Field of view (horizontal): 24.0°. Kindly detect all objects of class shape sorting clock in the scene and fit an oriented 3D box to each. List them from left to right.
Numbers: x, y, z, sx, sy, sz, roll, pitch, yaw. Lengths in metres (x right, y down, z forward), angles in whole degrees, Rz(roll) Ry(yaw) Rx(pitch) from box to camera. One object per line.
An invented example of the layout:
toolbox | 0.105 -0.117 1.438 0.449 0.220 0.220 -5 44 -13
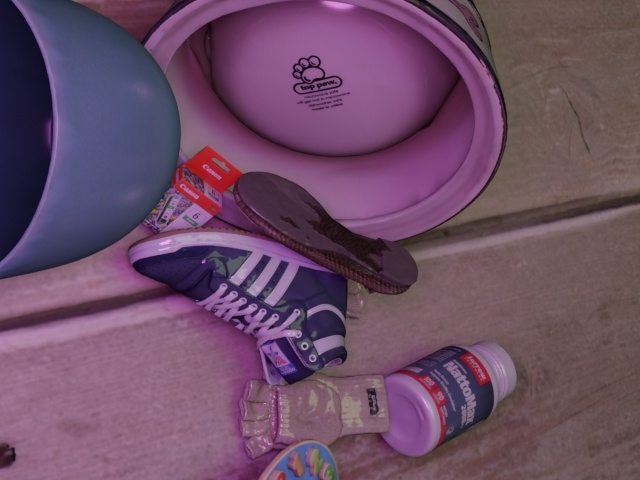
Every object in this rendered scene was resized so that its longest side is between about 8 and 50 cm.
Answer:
shape sorting clock | -0.034 0.326 1.710 0.206 0.040 0.206 -22 117 -51

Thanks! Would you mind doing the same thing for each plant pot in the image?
plant pot | -0.276 -0.106 1.459 0.235 0.293 0.293 -3 85 -55

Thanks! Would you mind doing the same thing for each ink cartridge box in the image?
ink cartridge box | -0.144 -0.049 1.668 0.063 0.115 0.029 38 28 -30

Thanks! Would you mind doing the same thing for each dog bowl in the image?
dog bowl | 0.004 -0.177 1.649 0.408 0.408 0.150 39 42 -30

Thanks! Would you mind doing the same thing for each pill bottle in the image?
pill bottle | 0.160 0.191 1.897 0.180 0.108 0.108 -22 98 -41

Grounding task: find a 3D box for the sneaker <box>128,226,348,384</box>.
sneaker | -0.081 0.077 1.676 0.282 0.099 0.153 9 70 -35

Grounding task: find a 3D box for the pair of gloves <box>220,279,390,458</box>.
pair of gloves | -0.025 0.129 1.787 0.204 0.042 0.240 -8 82 -35

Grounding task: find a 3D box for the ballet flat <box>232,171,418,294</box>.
ballet flat | 0.000 0.000 1.685 0.250 0.058 0.084 26 48 -28
